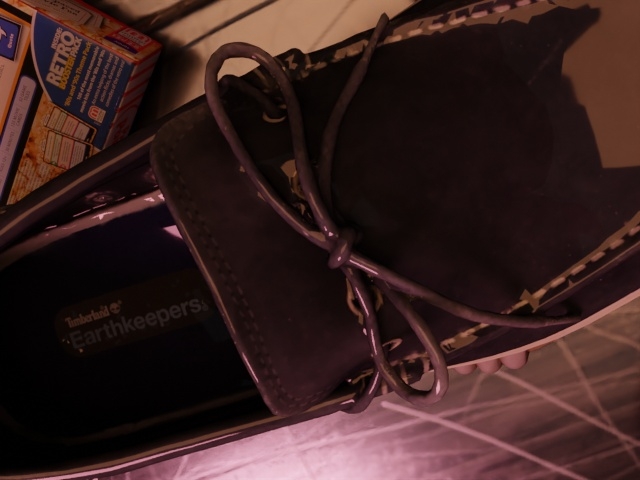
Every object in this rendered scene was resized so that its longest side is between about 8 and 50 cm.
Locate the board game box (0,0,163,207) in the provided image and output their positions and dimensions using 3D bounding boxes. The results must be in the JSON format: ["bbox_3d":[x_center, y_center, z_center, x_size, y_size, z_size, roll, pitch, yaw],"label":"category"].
[{"bbox_3d":[-0.215,-0.100,0.516,0.193,0.045,0.147,29,117,-3],"label":"board game box"}]

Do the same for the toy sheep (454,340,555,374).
[{"bbox_3d":[0.087,0.037,0.505,0.132,0.091,0.091,3,102,22],"label":"toy sheep"}]

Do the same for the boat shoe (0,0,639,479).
[{"bbox_3d":[0.000,0.000,0.397,0.500,0.156,0.187,-22,92,15],"label":"boat shoe"}]
